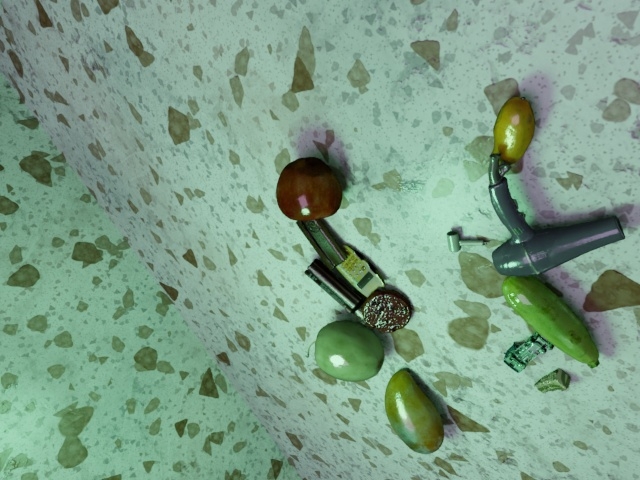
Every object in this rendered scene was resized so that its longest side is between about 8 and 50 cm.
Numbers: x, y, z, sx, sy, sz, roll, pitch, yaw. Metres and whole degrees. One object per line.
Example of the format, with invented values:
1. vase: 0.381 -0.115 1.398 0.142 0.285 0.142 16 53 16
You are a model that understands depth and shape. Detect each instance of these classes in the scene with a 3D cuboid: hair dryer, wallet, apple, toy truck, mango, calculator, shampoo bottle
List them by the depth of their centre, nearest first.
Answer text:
1. mango: 0.465 -0.258 0.988 0.098 0.075 0.190 44 151 38
2. hair dryer: 0.533 -0.075 1.025 0.301 0.121 0.361 -26 110 40
3. hair dryer: 0.450 0.003 1.239 0.124 0.038 0.063 0 121 34
4. toy truck: 0.667 0.339 1.299 0.067 0.081 0.175 39 120 9
5. apple: -0.036 -0.173 1.386 0.230 0.230 0.229 23 133 26
6. calculator: 0.143 0.113 1.589 0.236 0.033 0.157 44 140 8
7. wallet: 0.000 0.000 1.597 0.243 0.039 0.133 55 144 3
8. shampoo bottle: 0.079 0.208 1.667 0.323 0.084 0.129 40 164 8
9. mango: 0.396 0.742 1.748 0.222 0.199 0.383 -13 100 53

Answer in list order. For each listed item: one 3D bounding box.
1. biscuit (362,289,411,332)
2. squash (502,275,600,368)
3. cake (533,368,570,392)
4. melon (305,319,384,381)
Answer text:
1. biscuit: 0.254 0.272 1.566 0.192 0.049 0.191 4 112 9
2. squash: 0.674 0.234 1.165 0.370 0.118 0.118 45 139 1
3. cake: 0.762 0.466 1.341 0.051 0.055 0.140 35 155 12
4. melon: 0.115 0.466 1.723 0.308 0.271 0.271 23 136 1
